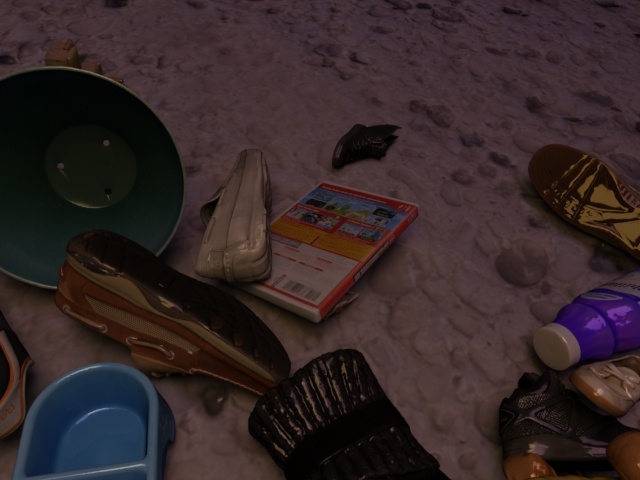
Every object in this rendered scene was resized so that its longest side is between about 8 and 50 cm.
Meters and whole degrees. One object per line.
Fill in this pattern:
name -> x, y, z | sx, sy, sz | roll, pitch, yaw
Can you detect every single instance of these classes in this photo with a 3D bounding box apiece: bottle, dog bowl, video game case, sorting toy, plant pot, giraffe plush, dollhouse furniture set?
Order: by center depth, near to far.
giraffe plush -> 0.328, 0.279, 0.531 | 0.210, 0.170, 0.181 | 41, 12, -31
dog bowl -> -0.241, 0.258, 0.532 | 0.166, 0.074, 0.297 | -4, 42, -13
plant pot -> -0.348, -0.097, 0.739 | 0.291, 0.290, 0.195 | -5, 17, -15
bottle -> 0.453, 0.118, 0.780 | 0.283, 0.118, 0.092 | -17, 96, -22
sorting toy -> 0.018, 0.082, 0.781 | 0.075, 0.044, 0.083 | -20, 44, -40
video game case -> 0.000, 0.000, 0.811 | 0.204, 0.025, 0.285 | 19, 46, 34
dollhouse furniture set -> -0.425, -0.322, 0.962 | 0.101, 0.160, 0.181 | 4, 50, -7

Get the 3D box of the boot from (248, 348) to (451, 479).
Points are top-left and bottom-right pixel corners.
boot -> -0.010, 0.276, 0.524 | 0.348, 0.131, 0.260 | -14, 53, -45

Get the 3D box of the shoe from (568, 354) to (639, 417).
shoe -> 0.396, 0.184, 0.679 | 0.219, 0.058, 0.076 | 12, 22, -49

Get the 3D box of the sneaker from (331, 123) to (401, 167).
sneaker -> 0.094, -0.191, 1.020 | 0.089, 0.051, 0.170 | 22, 46, 14

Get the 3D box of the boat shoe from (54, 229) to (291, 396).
boat shoe -> -0.195, 0.114, 0.666 | 0.324, 0.119, 0.122 | 33, 13, -3

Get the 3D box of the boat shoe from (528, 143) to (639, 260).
boat shoe -> 0.548, -0.056, 0.965 | 0.341, 0.121, 0.110 | 46, 20, 23

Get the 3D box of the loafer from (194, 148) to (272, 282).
loafer -> -0.135, -0.054, 0.806 | 0.112, 0.112, 0.319 | -5, 34, -1

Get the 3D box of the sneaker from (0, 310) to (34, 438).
sneaker -> -0.443, 0.127, 0.610 | 0.126, 0.127, 0.321 | -37, 39, -19

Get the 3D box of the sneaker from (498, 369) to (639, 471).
sneaker -> 0.347, 0.237, 0.676 | 0.228, 0.087, 0.130 | 3, 54, -3
